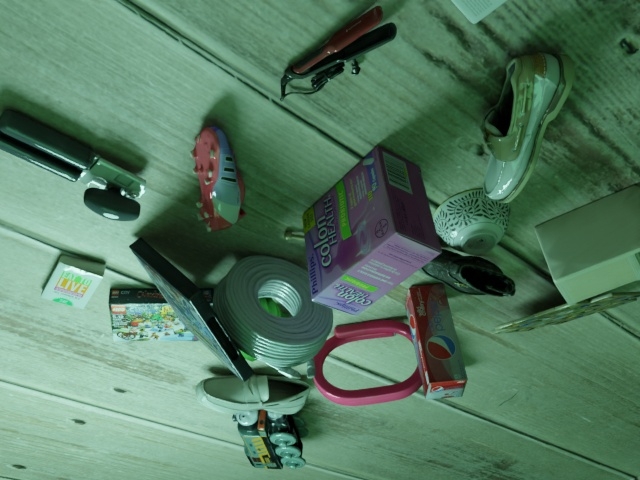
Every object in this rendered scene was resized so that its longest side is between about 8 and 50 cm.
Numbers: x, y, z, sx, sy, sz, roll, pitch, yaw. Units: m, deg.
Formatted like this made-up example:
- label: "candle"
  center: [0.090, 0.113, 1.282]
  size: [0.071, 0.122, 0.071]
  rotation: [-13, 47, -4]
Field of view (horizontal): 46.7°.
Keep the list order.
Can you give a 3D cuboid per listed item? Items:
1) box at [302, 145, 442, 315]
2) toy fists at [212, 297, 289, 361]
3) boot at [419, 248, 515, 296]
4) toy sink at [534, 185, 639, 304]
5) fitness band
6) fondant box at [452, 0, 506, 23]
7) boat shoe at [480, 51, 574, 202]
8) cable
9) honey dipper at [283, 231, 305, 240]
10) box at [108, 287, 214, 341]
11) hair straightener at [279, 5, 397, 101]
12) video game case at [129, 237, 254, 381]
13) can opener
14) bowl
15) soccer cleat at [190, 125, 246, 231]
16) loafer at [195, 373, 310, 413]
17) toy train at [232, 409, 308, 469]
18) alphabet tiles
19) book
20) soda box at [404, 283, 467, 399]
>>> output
- label: "box"
  center: [0.088, -0.015, 1.416]
  size: [0.117, 0.214, 0.243]
  rotation: [21, 134, -32]
- label: "toy fists"
  center: [-0.141, 0.200, 1.730]
  size: [0.142, 0.096, 0.279]
  rotation: [-13, 150, 13]
- label: "boot"
  center: [0.337, 0.083, 1.574]
  size: [0.263, 0.229, 0.091]
  rotation: [16, 93, -24]
- label: "toy sink"
  center: [0.607, 0.014, 1.590]
  size: [0.234, 0.153, 0.131]
  rotation: [-26, 138, 20]
- label: "fitness band"
  center: [0.122, 0.301, 1.824]
  size: [0.290, 0.209, 0.054]
  rotation: [-9, 143, 3]
- label: "fondant box"
  center: [0.260, -0.475, 0.962]
  size: [0.330, 0.096, 0.238]
  rotation: [-32, 136, 29]
- label: "boat shoe"
  center: [0.338, -0.199, 1.319]
  size: [0.103, 0.113, 0.302]
  rotation: [4, 130, -12]
- label: "cable"
  center: [-0.097, 0.144, 1.555]
  size: [0.257, 0.257, 0.089]
  rotation: [24, 129, -10]
- label: "honey dipper"
  center: [0.000, 0.000, 1.573]
  size: [0.160, 0.030, 0.030]
  rotation: [8, 139, -13]
- label: "box"
  center: [-0.365, 0.174, 1.714]
  size: [0.233, 0.044, 0.159]
  rotation: [0, 141, -10]
- label: "hair straightener"
  center: [0.029, -0.283, 1.202]
  size: [0.230, 0.047, 0.089]
  rotation: [-30, 136, 27]
- label: "video game case"
  center: [-0.262, 0.138, 1.494]
  size: [0.035, 0.275, 0.248]
  rotation: [-39, 130, -17]
- label: "can opener"
  center: [-0.433, -0.121, 1.291]
  size: [0.283, 0.095, 0.076]
  rotation: [27, 130, -36]
- label: "bowl"
  center: [0.325, -0.023, 1.554]
  size: [0.170, 0.080, 0.170]
  rotation: [-4, 141, -4]
- label: "soccer cleat"
  center: [-0.181, -0.117, 1.368]
  size: [0.095, 0.083, 0.248]
  rotation: [-25, 144, -27]
- label: "loafer"
  center: [-0.177, 0.402, 1.991]
  size: [0.319, 0.112, 0.111]
  rotation: [8, 135, -31]
- label: "toy train"
  center: [-0.146, 0.580, 2.199]
  size: [0.190, 0.142, 0.334]
  rotation: [-2, 142, 9]
- label: "alphabet tiles"
  center: [0.596, 0.177, 1.796]
  size: [0.285, 0.011, 0.342]
  rotation: [1, 159, -41]
- label: "book"
  center: [-0.534, 0.090, 1.596]
  size: [0.096, 0.035, 0.144]
  rotation: [19, 136, -24]
- label: "soda box"
  center: [0.265, 0.230, 1.712]
  size: [0.092, 0.263, 0.083]
  rotation: [-5, 142, -4]
